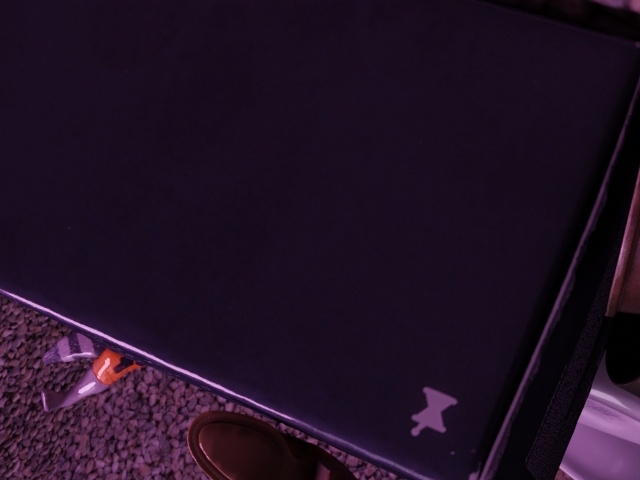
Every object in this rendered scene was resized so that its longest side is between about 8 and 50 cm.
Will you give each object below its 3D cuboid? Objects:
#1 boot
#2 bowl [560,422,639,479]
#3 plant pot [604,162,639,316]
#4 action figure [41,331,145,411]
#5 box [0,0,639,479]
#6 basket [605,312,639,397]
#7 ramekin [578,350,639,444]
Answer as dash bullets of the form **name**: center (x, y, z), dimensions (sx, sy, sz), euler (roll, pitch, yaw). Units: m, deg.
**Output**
- **boot**: center (-0.065, 0.213, 1.033), dimensions (0.197, 0.073, 0.152), euler (31, 172, -23)
- **bowl**: center (0.371, 0.235, 1.421), dimensions (0.298, 0.134, 0.298), euler (36, -172, -6)
- **plant pot**: center (0.259, -0.020, 0.575), dimensions (0.165, 0.167, 0.167), euler (13, 166, 16)
- **action figure**: center (-0.187, 0.041, 1.258), dimensions (0.330, 0.341, 0.178), euler (-11, 143, -13)
- **box**: center (-0.012, 0.005, 0.856), dimensions (0.479, 0.297, 0.472), euler (20, 171, 20)
- **basket**: center (0.374, 0.110, 0.875), dimensions (0.226, 0.154, 0.204), euler (24, -177, -6)
- **ramekin**: center (0.318, 0.128, 1.151), dimensions (0.277, 0.135, 0.277), euler (24, 169, 5)
